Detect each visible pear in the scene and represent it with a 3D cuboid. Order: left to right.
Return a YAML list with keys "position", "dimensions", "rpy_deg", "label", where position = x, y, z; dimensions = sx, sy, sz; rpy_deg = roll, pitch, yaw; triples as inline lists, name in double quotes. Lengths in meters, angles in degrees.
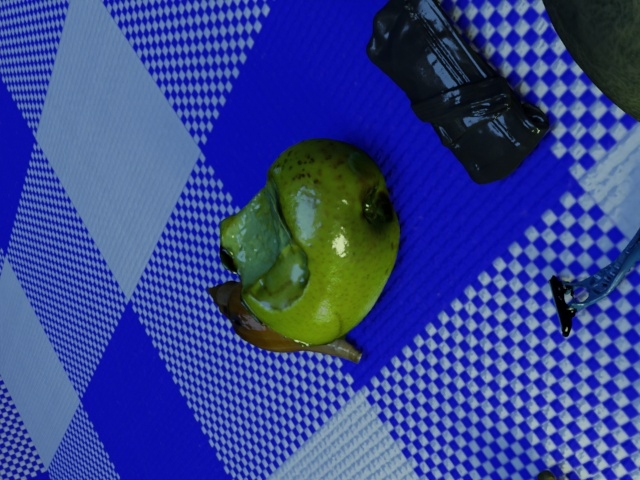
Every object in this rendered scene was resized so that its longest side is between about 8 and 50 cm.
- position: [0.000, 0.000, 1.012]
  dimensions: [0.255, 0.164, 0.238]
  rpy_deg: [-45, 68, 44]
  label: "pear"

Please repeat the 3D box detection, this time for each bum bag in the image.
- position: [0.152, -0.182, 0.856]
  dimensions: [0.248, 0.060, 0.123]
  rpy_deg: [58, 138, 14]
  label: "bum bag"

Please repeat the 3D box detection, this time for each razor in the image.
- position: [0.321, -0.005, 0.748]
  dimensions: [0.082, 0.042, 0.253]
  rpy_deg: [-88, 22, -48]
  label: "razor"

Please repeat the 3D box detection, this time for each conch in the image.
- position: [-0.074, 0.136, 1.189]
  dimensions: [0.330, 0.093, 0.109]
  rpy_deg: [25, 114, 39]
  label: "conch"

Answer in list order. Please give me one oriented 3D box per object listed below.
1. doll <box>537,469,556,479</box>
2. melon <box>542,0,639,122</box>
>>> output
- position: [0.283, 0.385, 0.906]
  dimensions: [0.137, 0.097, 0.209]
  rpy_deg: [-105, 11, -48]
  label: "doll"
- position: [0.291, -0.220, 0.555]
  dimensions: [0.329, 0.249, 0.248]
  rpy_deg: [58, 137, 20]
  label: "melon"
